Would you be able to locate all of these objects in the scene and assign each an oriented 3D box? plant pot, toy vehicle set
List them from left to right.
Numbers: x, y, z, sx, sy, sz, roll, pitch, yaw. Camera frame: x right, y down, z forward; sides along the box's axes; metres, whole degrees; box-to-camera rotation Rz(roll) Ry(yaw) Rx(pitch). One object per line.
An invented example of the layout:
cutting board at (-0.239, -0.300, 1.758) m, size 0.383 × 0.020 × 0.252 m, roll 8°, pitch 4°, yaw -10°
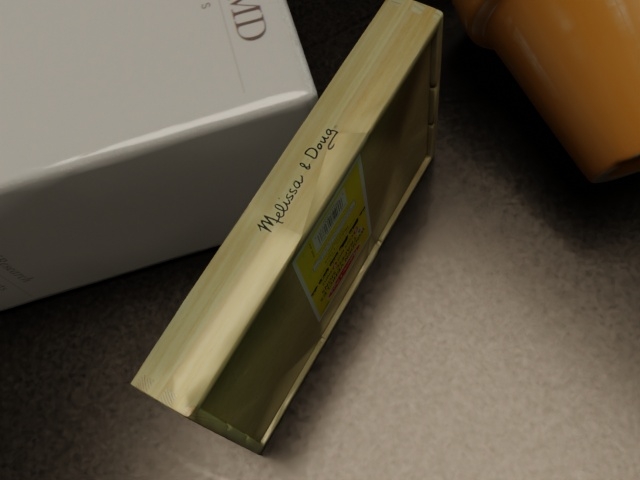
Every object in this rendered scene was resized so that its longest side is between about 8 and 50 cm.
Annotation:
toy vehicle set at (0.000, 0.000, 0.434) m, size 0.035 × 0.166 × 0.267 m, roll 26°, pitch 72°, yaw 17°
plant pot at (0.211, -0.149, 0.470) m, size 0.205 × 0.205 × 0.188 m, roll -19°, pitch 81°, yaw -1°

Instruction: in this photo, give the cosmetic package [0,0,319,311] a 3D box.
cosmetic package at (-0.237, -0.085, 0.507) m, size 0.453 × 0.161 × 0.230 m, roll -17°, pitch 65°, yaw -1°
